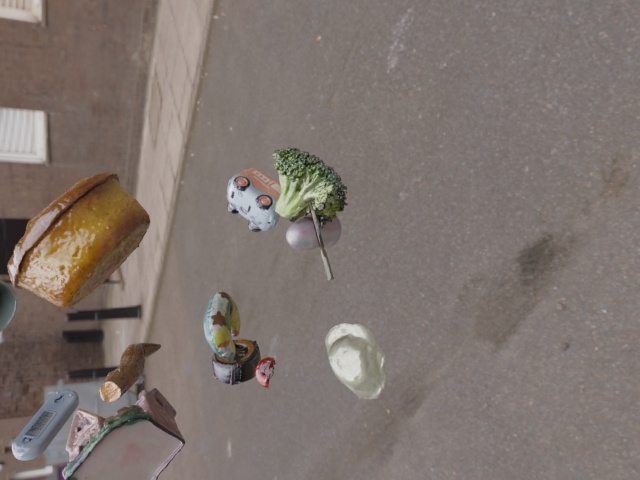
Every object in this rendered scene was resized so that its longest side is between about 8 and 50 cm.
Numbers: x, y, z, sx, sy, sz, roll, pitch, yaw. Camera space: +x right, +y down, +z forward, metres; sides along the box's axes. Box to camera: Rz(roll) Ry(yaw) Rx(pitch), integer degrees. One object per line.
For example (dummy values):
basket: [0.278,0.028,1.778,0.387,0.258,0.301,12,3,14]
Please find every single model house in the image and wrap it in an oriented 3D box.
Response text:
model house: [-0.503,0.485,1.385,0.237,0.202,0.237,-50,32,-4]

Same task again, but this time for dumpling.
dumpling: [0.114,0.365,1.685,0.162,0.132,0.250,-36,76,13]

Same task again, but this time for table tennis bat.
table tennis bat: [0.000,0.000,1.668,0.138,0.022,0.247,-146,41,-87]

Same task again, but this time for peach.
peach: [-0.175,0.410,1.726,0.098,0.061,0.098,-168,90,-88]

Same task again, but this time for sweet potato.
sweet potato: [-0.442,0.287,1.295,0.281,0.067,0.059,-104,8,-77]

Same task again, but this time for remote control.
remote control: [-0.769,0.509,1.551,0.244,0.087,0.047,-72,-15,-61]

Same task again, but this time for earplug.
earplug: [-0.046,-0.027,2.193,0.172,0.301,0.172,4,100,21]

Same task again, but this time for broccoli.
broccoli: [-0.049,-0.214,2.102,0.272,0.334,0.324,-54,-4,28]

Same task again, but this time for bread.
bread: [-0.502,0.004,1.161,0.312,0.172,0.312,-50,4,5]

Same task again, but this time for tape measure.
tape measure: [-0.348,0.505,2.295,0.223,0.202,0.135,-82,-12,-68]

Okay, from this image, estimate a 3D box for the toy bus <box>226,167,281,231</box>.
toy bus: [-0.273,-0.195,2.476,0.287,0.232,0.194,37,137,9]

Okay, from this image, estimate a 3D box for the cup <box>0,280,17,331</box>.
cup: [-1.162,0.240,1.820,0.234,0.186,0.258,7,92,28]

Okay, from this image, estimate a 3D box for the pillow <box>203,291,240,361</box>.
pillow: [-0.344,0.298,1.963,0.233,0.086,0.214,-88,-18,-55]
